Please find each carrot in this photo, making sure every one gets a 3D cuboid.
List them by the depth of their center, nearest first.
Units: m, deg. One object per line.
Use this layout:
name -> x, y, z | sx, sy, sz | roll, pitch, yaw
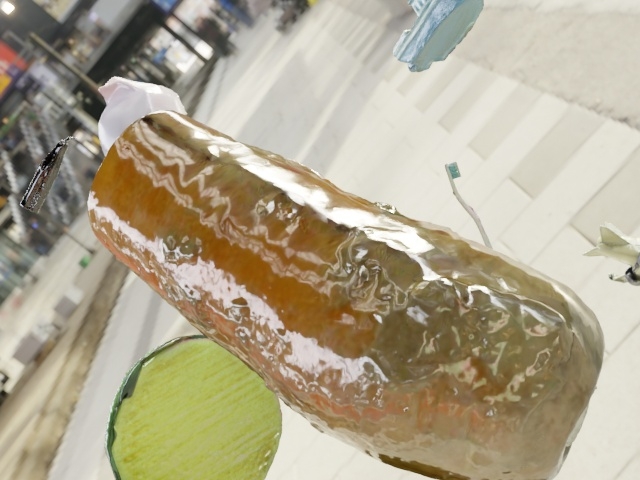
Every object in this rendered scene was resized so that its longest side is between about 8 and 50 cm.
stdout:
carrot -> 0.008, 0.034, 0.562 | 0.138, 0.301, 0.139 | -43, -33, -37

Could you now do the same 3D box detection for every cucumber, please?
cucumber -> -0.483, -0.124, 1.769 | 0.039, 0.043, 0.163 | 7, -60, -51

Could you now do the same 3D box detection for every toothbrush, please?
toothbrush -> 0.217, -0.023, 1.401 | 0.022, 0.204, 0.017 | -20, 25, 17

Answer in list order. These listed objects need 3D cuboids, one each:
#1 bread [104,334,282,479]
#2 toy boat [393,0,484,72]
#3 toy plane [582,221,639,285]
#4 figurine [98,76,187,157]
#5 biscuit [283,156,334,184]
bread -> -0.141, 0.218, 1.117 | 0.033, 0.228, 0.228 | -8, 42, 50
toy boat -> 0.176, -0.358, 1.533 | 0.088, 0.102, 0.215 | -17, -21, -34
toy plane -> 0.611, 0.031, 1.787 | 0.242, 0.256, 0.104 | 94, -162, -61
figurine -> -0.243, -0.104, 1.438 | 0.133, 0.276, 0.200 | -5, -12, -38
biscuit -> 0.000, 0.001, 1.302 | 0.037, 0.262, 0.262 | -44, 10, -23
